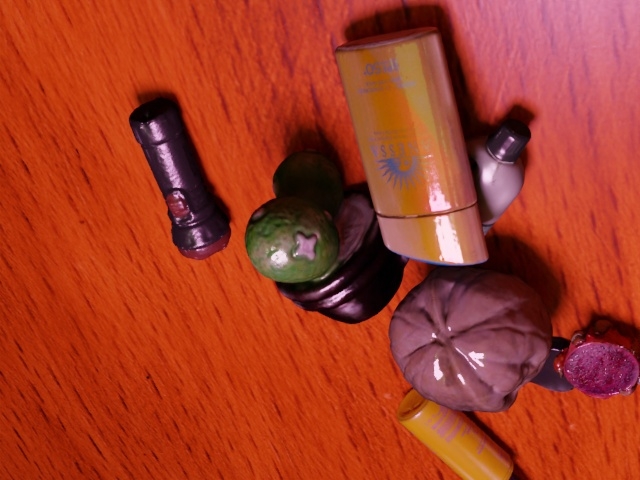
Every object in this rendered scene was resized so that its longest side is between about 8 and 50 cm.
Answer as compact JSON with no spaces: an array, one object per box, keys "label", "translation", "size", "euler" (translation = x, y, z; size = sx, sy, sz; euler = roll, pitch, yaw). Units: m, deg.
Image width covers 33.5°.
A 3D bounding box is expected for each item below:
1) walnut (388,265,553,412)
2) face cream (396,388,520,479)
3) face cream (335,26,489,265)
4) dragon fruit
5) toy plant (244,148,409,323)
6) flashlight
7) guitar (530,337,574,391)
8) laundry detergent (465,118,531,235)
[{"label":"walnut","translation":[0.199,0.128,1.392],"size":[0.224,0.224,0.224],"euler":[14,134,14]},{"label":"face cream","translation":[0.238,0.334,1.653],"size":[0.273,0.078,0.078],"euler":[43,134,-16]},{"label":"face cream","translation":[0.110,-0.104,1.263],"size":[0.139,0.067,0.285],"euler":[-3,111,36]},{"label":"dragon fruit","translation":[0.378,0.157,1.433],"size":[0.126,0.068,0.112],"euler":[20,130,-6]},{"label":"toy plant","translation":[0.000,0.000,1.372],"size":[0.175,0.218,0.235],"euler":[-24,127,28]},{"label":"flashlight","translation":[-0.197,-0.084,1.476],"size":[0.093,0.093,0.232],"euler":[0,129,26]},{"label":"guitar","translation":[0.257,0.173,1.533],"size":[0.233,0.025,0.088],"euler":[2,132,24]},{"label":"laundry detergent","translation":[0.189,-0.065,1.315],"size":[0.099,0.070,0.225],"euler":[35,137,3]}]
